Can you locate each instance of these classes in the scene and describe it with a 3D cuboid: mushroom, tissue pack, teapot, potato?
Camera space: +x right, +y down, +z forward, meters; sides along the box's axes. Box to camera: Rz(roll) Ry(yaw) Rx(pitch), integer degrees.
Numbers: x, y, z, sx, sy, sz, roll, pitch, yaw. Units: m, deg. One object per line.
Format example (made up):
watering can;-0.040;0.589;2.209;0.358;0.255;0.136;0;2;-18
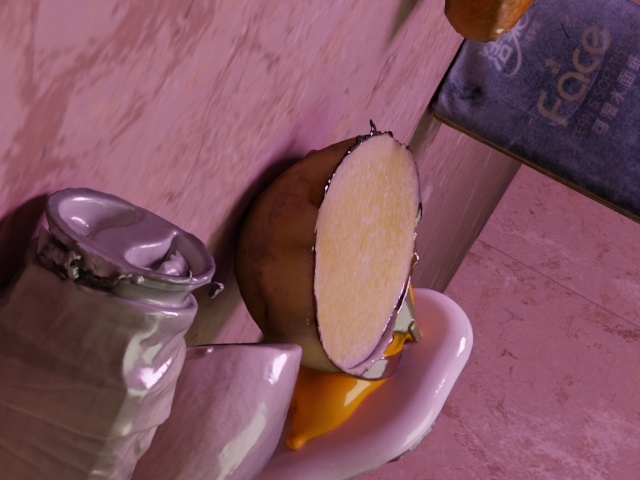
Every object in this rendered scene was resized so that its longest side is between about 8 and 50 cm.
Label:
mushroom;-0.092;0.143;0.780;0.225;0.093;0.116;-64;-167;-12
tissue pack;0.263;-0.146;1.359;0.185;0.257;0.081;-62;173;1
teapot;-0.104;0.077;0.543;0.200;0.077;0.107;-63;175;17
potato;0.000;0.000;0.894;0.200;0.081;0.164;-24;119;-68

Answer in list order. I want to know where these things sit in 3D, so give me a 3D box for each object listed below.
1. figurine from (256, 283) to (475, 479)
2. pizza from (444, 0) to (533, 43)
figurine;0.009;0.095;1.157;0.250;0.166;0.141;-45;143;-18
pizza;0.178;-0.285;0.984;0.229;0.081;0.289;-33;152;-59
